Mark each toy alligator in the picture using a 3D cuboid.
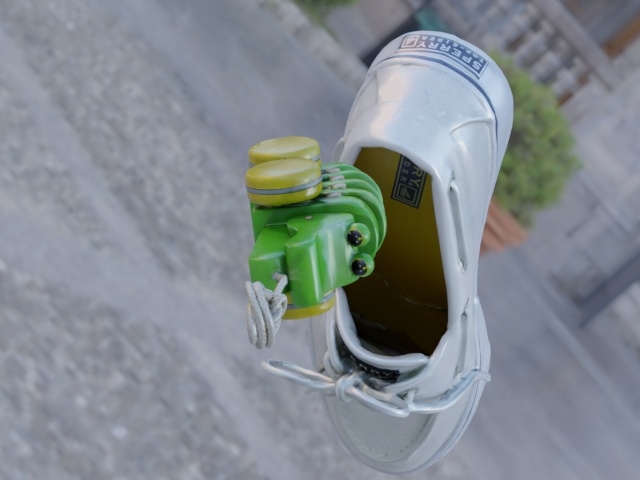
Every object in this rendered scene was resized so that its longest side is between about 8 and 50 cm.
[{"bbox_3d":[0.000,0.000,0.661,0.189,0.051,0.056,-93,176,-74],"label":"toy alligator"}]

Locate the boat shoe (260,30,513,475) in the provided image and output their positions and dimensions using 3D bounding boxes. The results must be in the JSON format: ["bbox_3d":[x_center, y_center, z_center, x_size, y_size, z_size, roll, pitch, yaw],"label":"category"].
[{"bbox_3d":[0.042,0.055,1.130,0.136,0.367,0.156,20,45,12],"label":"boat shoe"}]
